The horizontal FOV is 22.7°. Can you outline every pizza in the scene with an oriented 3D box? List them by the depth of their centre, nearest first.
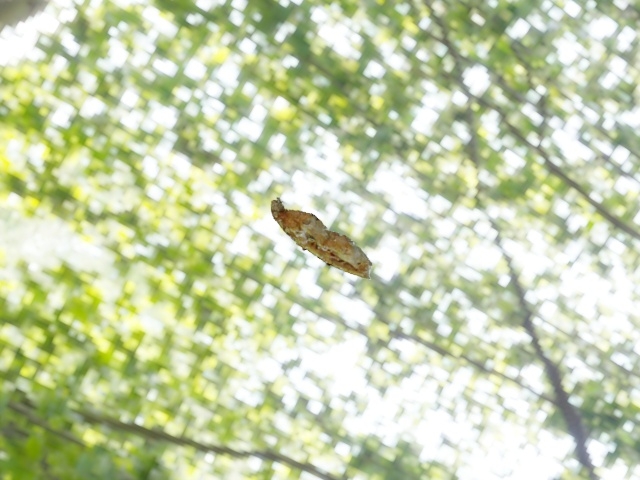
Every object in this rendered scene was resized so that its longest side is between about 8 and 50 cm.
[{"bbox_3d":[0.000,0.000,1.048,0.016,0.083,0.037,-53,177,-29],"label":"pizza"}]
